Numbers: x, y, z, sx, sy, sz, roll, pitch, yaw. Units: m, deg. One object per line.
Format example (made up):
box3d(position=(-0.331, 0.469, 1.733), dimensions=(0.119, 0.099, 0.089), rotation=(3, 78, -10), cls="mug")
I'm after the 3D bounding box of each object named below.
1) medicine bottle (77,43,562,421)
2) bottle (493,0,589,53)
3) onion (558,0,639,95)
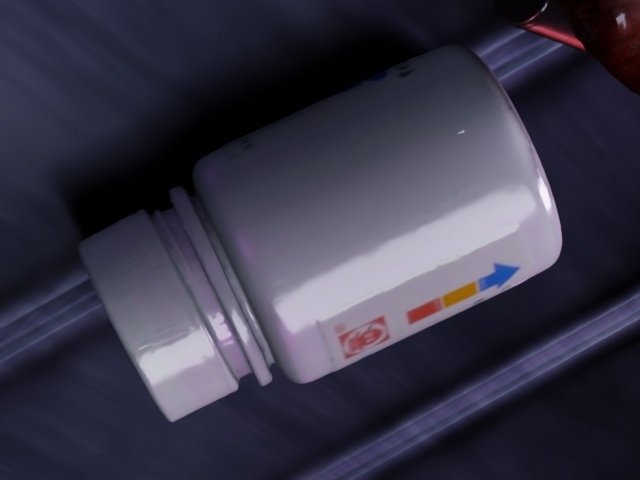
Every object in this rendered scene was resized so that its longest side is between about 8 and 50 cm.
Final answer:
box3d(position=(0.000, 0.000, 1.262), dimensions=(0.293, 0.170, 0.170), rotation=(-26, 143, -4), cls="medicine bottle")
box3d(position=(0.192, -0.153, 1.295), dimensions=(0.164, 0.060, 0.060), rotation=(13, 127, -42), cls="bottle")
box3d(position=(0.262, -0.216, 1.195), dimensions=(0.272, 0.195, 0.272), rotation=(-1, 107, -3), cls="onion")
